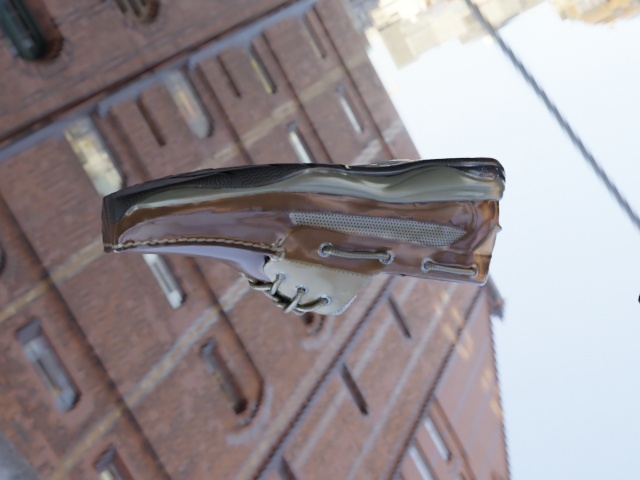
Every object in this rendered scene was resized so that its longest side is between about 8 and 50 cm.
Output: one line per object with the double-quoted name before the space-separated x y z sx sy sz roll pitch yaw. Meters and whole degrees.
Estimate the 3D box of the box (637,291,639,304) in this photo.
"box" 0.491 0.014 1.264 0.168 0.203 0.167 107 3 -73

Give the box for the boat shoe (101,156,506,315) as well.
"boat shoe" 0.000 0.000 0.874 0.324 0.120 0.122 -4 -176 -20
